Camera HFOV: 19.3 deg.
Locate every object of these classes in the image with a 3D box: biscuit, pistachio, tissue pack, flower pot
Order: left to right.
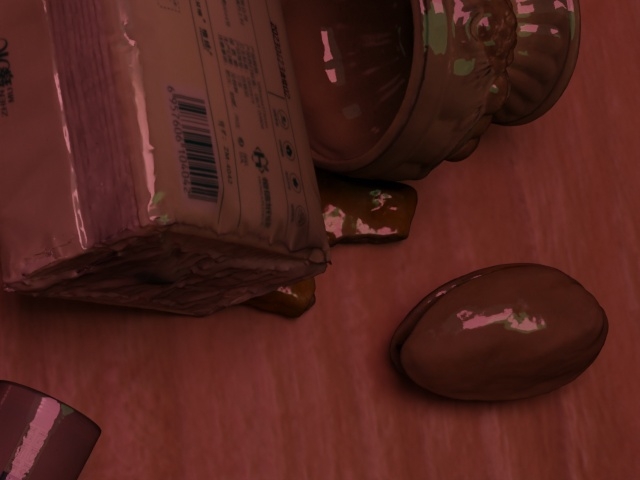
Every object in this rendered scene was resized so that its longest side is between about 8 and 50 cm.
[{"bbox_3d":[-0.159,-0.138,1.710,0.297,0.207,0.380,16,59,-55],"label":"tissue pack"},{"bbox_3d":[0.000,0.000,1.863,0.174,0.039,0.183,22,66,-13],"label":"biscuit"},{"bbox_3d":[0.105,-0.212,1.845,0.244,0.307,0.307,-8,73,-36],"label":"flower pot"},{"bbox_3d":[0.177,0.091,1.847,0.226,0.136,0.135,-10,75,-15],"label":"pistachio"}]

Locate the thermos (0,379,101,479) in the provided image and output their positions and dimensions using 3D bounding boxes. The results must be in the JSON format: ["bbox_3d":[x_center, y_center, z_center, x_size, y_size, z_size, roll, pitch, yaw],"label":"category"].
[{"bbox_3d":[-0.294,0.222,1.645,0.137,0.105,0.193,34,72,-25],"label":"thermos"}]
